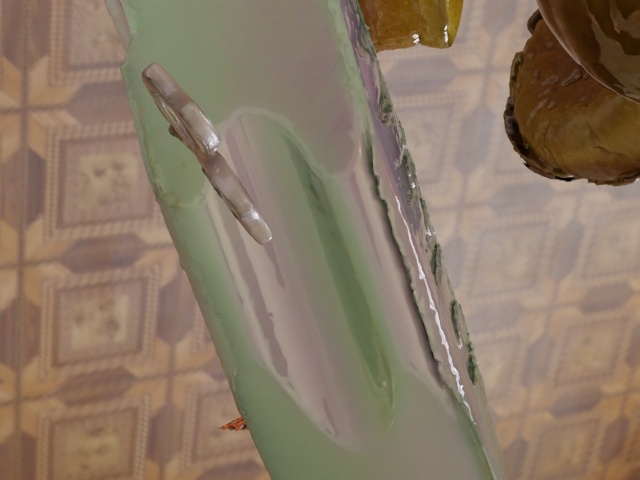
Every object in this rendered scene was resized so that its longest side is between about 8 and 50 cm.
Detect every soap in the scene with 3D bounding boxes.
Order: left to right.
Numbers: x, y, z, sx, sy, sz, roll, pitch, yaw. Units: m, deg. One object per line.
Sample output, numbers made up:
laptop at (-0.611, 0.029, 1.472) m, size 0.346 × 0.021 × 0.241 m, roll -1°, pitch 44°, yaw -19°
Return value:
soap at (0.000, 0.000, 0.990) m, size 0.156 × 0.261 × 0.446 m, roll -17°, pitch 101°, yaw 8°

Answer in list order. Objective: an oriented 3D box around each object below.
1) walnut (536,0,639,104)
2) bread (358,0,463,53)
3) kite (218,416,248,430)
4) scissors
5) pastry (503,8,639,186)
walnut at (0.324, -0.284, 1.098) m, size 0.308 × 0.354 × 0.398 m, roll -53°, pitch 129°, yaw -53°
bread at (0.070, -0.306, 1.322) m, size 0.142 × 0.195 × 0.270 m, roll 4°, pitch 102°, yaw 9°
kite at (-0.006, 0.202, 1.733) m, size 0.222 × 0.008 × 0.125 m, roll 6°, pitch 129°, yaw -17°
scissors at (-0.066, -0.050, 0.719) m, size 0.015 × 0.189 × 0.100 m, roll -35°, pitch 104°, yaw -6°
pastry at (0.387, -0.225, 1.776) m, size 0.164 × 0.356 × 0.356 m, roll 37°, pitch 98°, yaw -29°
